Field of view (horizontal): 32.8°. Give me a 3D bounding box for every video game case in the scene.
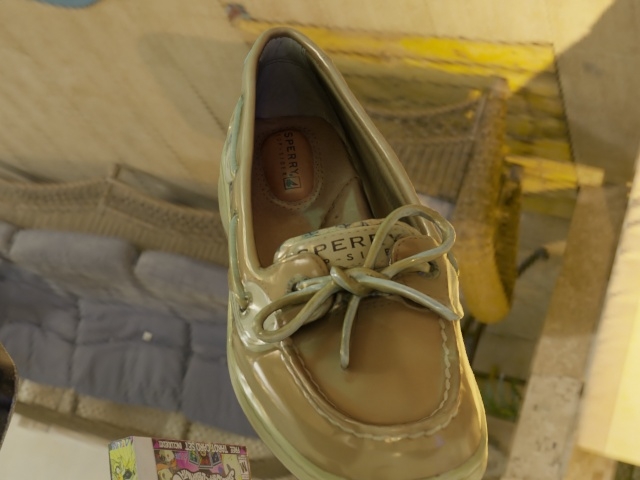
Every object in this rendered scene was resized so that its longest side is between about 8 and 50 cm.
[{"bbox_3d":[-0.142,0.330,1.220,0.042,0.210,0.232,-19,159,24],"label":"video game case"}]

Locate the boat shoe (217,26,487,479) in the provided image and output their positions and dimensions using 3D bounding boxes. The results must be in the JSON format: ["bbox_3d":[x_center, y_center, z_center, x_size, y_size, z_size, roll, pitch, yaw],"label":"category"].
[{"bbox_3d":[0.000,0.000,0.505,0.105,0.285,0.089,-9,128,-14],"label":"boat shoe"}]

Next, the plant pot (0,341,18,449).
[{"bbox_3d":[-0.222,0.080,0.336,0.167,0.188,0.187,17,-174,-31],"label":"plant pot"}]
